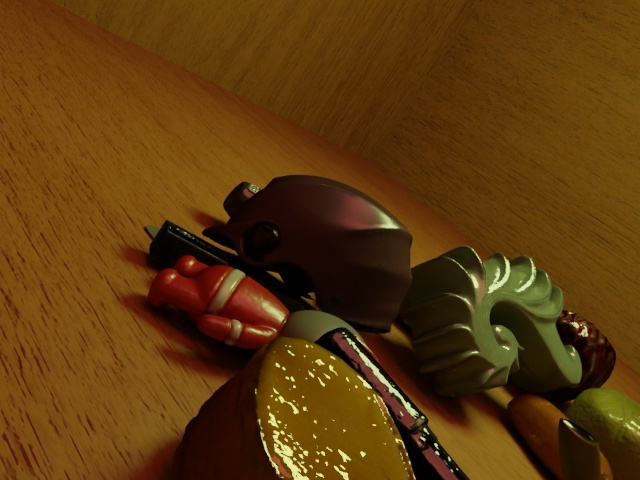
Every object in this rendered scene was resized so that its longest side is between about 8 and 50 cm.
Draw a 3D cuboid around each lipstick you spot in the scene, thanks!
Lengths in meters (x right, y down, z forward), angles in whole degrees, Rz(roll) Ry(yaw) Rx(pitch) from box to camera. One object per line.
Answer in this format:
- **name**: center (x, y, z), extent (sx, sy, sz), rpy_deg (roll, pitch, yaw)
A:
- **lipstick**: center (0.088, 0.219, 0.688), extent (0.300, 0.081, 0.081), rpy_deg (49, 19, 23)
- **lipstick**: center (-0.104, 0.069, 0.987), extent (0.312, 0.051, 0.051), rpy_deg (31, 9, -23)

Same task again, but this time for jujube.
- **jujube**: center (0.552, 0.275, 1.509), extent (0.216, 0.216, 0.342), rpy_deg (42, 5, 29)

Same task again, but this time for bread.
- **bread**: center (-0.022, 0.197, 0.567), extent (0.195, 0.142, 0.270), rpy_deg (35, 15, -11)
- **bread**: center (0.594, 0.402, 1.288), extent (0.270, 0.148, 0.270), rpy_deg (28, 13, -7)

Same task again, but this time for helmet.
- **helmet**: center (0.000, 0.000, 1.046), extent (0.338, 0.197, 0.271), rpy_deg (32, -3, 21)

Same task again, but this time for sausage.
- **sausage**: center (0.415, 0.355, 1.152), extent (0.098, 0.098, 0.238), rpy_deg (27, 14, -29)

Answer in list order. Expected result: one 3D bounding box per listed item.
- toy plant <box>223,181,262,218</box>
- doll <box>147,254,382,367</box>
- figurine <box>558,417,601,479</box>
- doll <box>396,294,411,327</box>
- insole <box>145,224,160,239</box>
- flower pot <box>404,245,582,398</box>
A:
- **toy plant**: center (-0.091, -0.021, 1.242), extent (0.200, 0.105, 0.143), rpy_deg (42, 17, -17)
- **doll**: center (-0.053, 0.123, 0.856), extent (0.336, 0.105, 0.200), rpy_deg (26, 13, 1)
- **figurine**: center (0.304, 0.377, 0.660), extent (0.327, 0.218, 0.169), rpy_deg (43, -12, 33)
- **doll**: center (0.202, 0.134, 1.375), extent (0.221, 0.105, 0.115), rpy_deg (38, 25, 32)
- **insole**: center (-0.208, 0.031, 0.989), extent (0.188, 0.004, 0.064), rpy_deg (44, 16, 34)
- **flower pot**: center (0.324, 0.155, 1.225), extent (0.367, 0.164, 0.254), rpy_deg (6, 64, -36)
